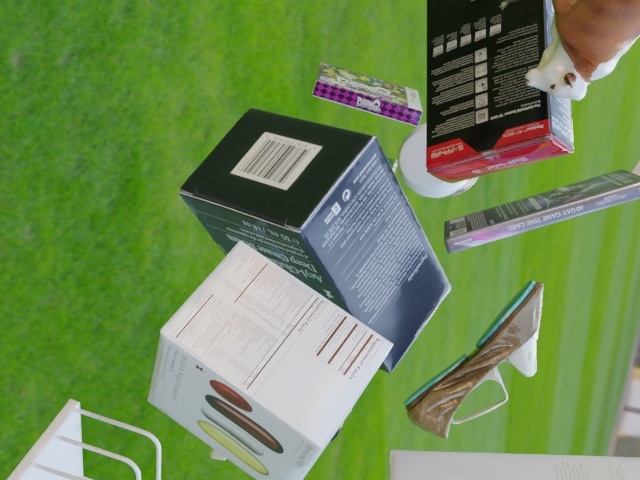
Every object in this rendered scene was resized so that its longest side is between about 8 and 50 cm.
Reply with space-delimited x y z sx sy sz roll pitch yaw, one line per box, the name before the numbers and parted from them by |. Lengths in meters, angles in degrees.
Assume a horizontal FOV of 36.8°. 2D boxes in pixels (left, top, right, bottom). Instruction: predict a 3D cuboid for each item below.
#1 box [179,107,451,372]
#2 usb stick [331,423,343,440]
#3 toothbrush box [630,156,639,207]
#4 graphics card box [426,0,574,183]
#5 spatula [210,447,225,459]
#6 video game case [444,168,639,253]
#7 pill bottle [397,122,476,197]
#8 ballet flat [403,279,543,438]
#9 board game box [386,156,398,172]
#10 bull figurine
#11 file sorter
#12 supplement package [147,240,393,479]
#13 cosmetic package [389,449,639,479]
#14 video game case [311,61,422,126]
box | 0.000 0.000 1.657 0.212 0.294 0.395 -53 135 -21
usb stick | -0.062 0.165 1.302 0.278 0.045 0.077 49 52 -21
toothbrush box | 0.720 -0.065 1.799 0.122 0.206 0.283 -58 142 -7
graphics card box | 0.292 -0.296 1.609 0.094 0.233 0.370 22 62 -46
spatula | -0.179 0.403 2.138 0.019 0.242 0.168 23 68 -28
video game case | 0.309 -0.044 1.355 0.196 0.274 0.026 -48 122 -79
pill bottle | 0.267 -0.180 2.159 0.301 0.169 0.169 -15 116 -73
ballet flat | 0.302 0.226 1.716 0.342 0.124 0.116 -46 174 6
board game box | 0.065 -0.175 2.462 0.030 0.260 0.136 19 92 -59
bull figurine | 0.350 -0.307 1.190 0.101 0.188 0.310 -27 174 -35
file sorter | -0.391 0.434 1.526 0.277 0.173 0.192 -59 161 -51
supplement package | -0.063 0.149 1.068 0.149 0.203 0.194 -51 171 -33
cosmetic package | 0.287 0.435 1.396 0.156 0.385 0.217 -75 167 -63
video game case | 0.101 -0.317 2.066 0.210 0.232 0.041 -81 -172 -70
